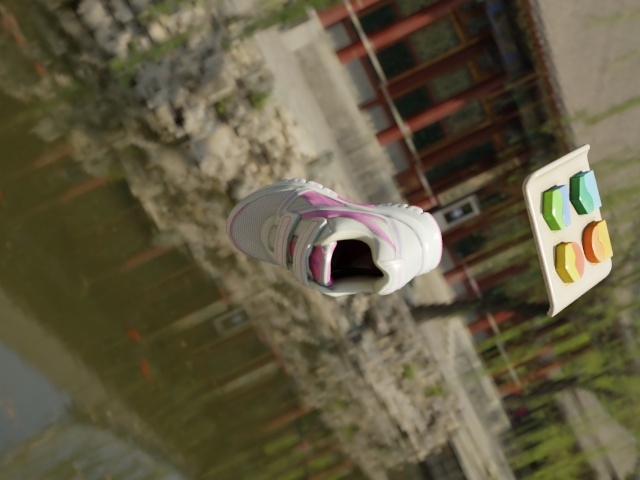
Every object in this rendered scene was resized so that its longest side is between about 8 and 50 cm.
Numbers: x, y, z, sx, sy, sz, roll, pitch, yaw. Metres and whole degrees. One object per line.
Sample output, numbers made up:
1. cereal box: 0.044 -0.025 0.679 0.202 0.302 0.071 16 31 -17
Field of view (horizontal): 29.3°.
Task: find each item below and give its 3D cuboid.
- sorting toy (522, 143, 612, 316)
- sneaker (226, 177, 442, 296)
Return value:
1. sorting toy: 0.358 -0.017 1.736 0.193 0.038 0.208 -26 109 -49
2. sneaker: 0.000 0.000 1.356 0.111 0.252 0.103 -40 132 -56
